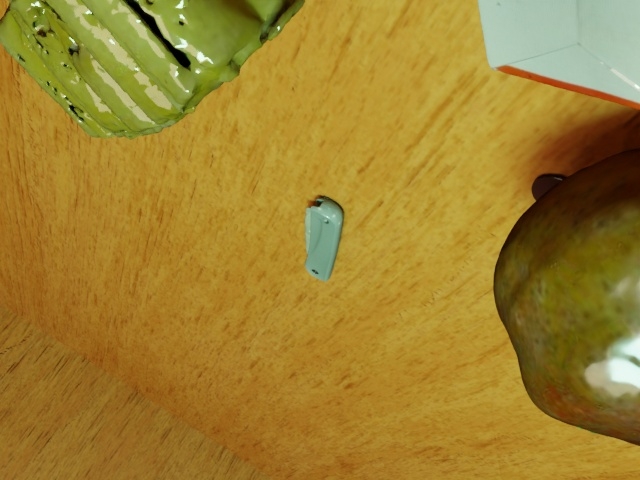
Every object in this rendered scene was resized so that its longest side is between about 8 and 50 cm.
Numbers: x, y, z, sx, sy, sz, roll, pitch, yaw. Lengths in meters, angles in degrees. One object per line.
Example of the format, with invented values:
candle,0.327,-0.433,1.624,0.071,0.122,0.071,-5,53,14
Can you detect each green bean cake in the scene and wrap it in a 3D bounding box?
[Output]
green bean cake,-0.078,-0.184,0.545,0.131,0.229,0.224,44,156,-21

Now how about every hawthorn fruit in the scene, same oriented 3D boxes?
hawthorn fruit,0.244,0.029,0.609,0.208,0.208,0.248,35,141,-5

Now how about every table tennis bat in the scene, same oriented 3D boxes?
table tennis bat,0.209,-0.025,0.752,0.050,0.007,0.083,-4,135,50

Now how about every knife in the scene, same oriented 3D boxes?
knife,0.000,0.000,1.014,0.044,0.023,0.162,26,154,9

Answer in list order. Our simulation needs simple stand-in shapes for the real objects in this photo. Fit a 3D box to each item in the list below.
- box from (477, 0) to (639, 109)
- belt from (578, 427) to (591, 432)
box,0.153,-0.166,0.463,0.133,0.099,0.182,20,154,30
belt,0.241,0.101,0.812,0.079,0.121,0.151,38,172,-20
